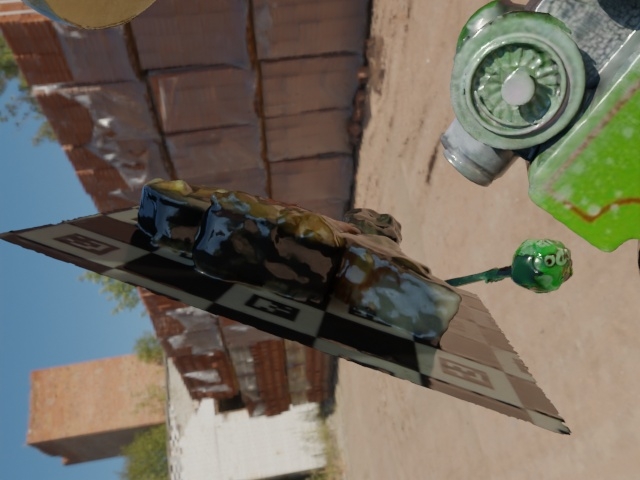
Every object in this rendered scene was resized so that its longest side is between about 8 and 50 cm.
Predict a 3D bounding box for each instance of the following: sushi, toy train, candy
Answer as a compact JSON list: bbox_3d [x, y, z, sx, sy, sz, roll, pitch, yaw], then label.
[{"bbox_3d":[0.000,0.000,0.518,0.359,0.342,0.064,-52,-20,-81],"label":"sushi"},{"bbox_3d":[0.251,-0.150,0.509,0.307,0.248,0.173,-53,2,24],"label":"toy train"},{"bbox_3d":[0.299,0.062,1.124,0.323,0.097,0.097,-22,75,57],"label":"candy"}]

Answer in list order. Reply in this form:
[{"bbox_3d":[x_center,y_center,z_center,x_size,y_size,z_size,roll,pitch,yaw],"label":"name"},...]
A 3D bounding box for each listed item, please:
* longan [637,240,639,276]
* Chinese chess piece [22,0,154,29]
[{"bbox_3d":[0.463,0.016,0.584,0.319,0.318,0.319,172,90,-83],"label":"longan"},{"bbox_3d":[-0.230,-0.345,0.657,0.097,0.251,0.251,37,161,10],"label":"Chinese chess piece"}]
